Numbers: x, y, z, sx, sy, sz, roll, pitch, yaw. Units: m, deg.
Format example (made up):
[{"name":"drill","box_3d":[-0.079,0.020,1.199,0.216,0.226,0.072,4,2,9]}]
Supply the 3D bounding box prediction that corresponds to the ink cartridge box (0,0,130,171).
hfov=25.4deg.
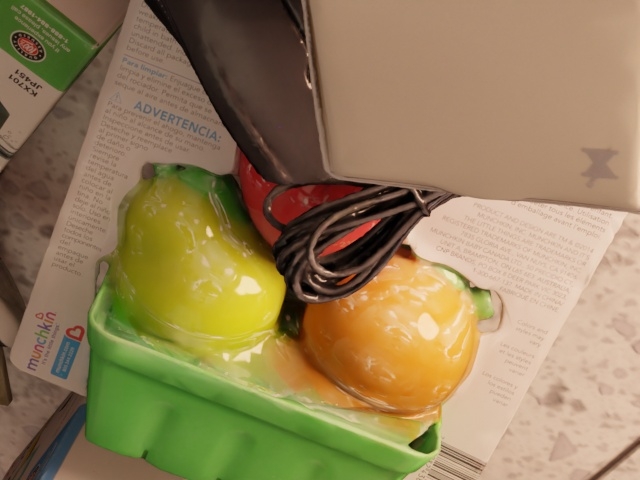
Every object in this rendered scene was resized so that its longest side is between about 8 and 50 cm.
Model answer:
[{"name":"ink cartridge box","box_3d":[-0.229,-0.133,0.906,0.153,0.087,0.208,38,135,-12]}]

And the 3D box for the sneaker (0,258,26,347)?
[{"name":"sneaker","box_3d":[-0.341,-0.001,0.988,0.296,0.147,0.104,45,178,-2]}]

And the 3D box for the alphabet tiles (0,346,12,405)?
[{"name":"alphabet tiles","box_3d":[-0.386,0.014,1.122,0.285,0.011,0.342,8,123,18]}]

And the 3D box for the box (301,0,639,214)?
[{"name":"box","box_3d":[0.098,-0.139,0.654,0.149,0.232,0.126,7,134,17]}]

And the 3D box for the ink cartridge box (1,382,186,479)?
[{"name":"ink cartridge box","box_3d":[-0.163,0.243,1.148,0.197,0.198,0.270,34,135,-9]}]

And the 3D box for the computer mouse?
[{"name":"computer mouse","box_3d":[-0.007,-0.118,0.768,0.188,0.072,0.272,-37,94,-3]}]

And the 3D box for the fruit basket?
[{"name":"fruit basket","box_3d":[0.000,0.000,0.904,0.327,0.165,0.353,21,112,-5]}]
